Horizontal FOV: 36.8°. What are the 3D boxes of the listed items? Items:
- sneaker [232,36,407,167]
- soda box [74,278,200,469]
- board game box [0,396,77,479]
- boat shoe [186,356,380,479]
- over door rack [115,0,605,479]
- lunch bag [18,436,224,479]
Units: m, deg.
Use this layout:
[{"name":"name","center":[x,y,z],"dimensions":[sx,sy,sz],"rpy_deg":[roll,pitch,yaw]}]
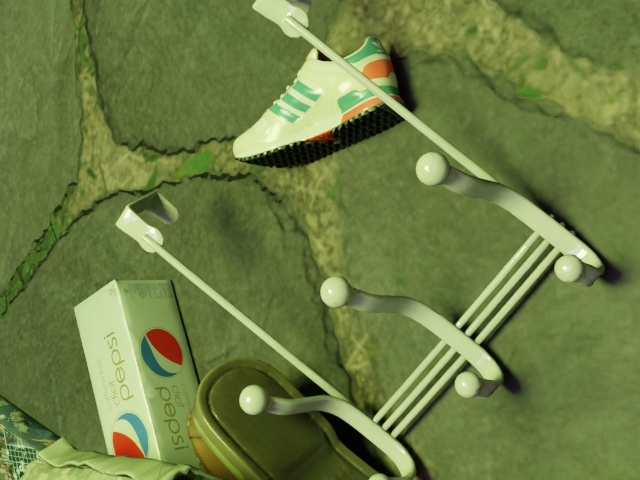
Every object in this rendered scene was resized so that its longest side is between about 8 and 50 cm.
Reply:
[{"name":"sneaker","center":[-0.006,-0.112,0.784],"dimensions":[0.161,0.057,0.075],"rpy_deg":[-18,74,33]},{"name":"soda box","center":[-0.159,0.147,0.889],"dimensions":[0.074,0.069,0.216],"rpy_deg":[-30,69,36]},{"name":"board game box","center":[-0.349,0.274,1.058],"dimensions":[0.243,0.042,0.165],"rpy_deg":[21,102,38]},{"name":"boat shoe","center":[0.008,0.230,0.737],"dimensions":[0.307,0.111,0.104],"rpy_deg":[52,146,22]},{"name":"over door rack","center":[0.000,0.000,0.696],"dimensions":[0.324,0.108,0.239],"rpy_deg":[44,114,16]},{"name":"lunch bag","center":[-0.134,0.294,0.728],"dimensions":[0.235,0.169,0.287],"rpy_deg":[-11,100,53]}]
